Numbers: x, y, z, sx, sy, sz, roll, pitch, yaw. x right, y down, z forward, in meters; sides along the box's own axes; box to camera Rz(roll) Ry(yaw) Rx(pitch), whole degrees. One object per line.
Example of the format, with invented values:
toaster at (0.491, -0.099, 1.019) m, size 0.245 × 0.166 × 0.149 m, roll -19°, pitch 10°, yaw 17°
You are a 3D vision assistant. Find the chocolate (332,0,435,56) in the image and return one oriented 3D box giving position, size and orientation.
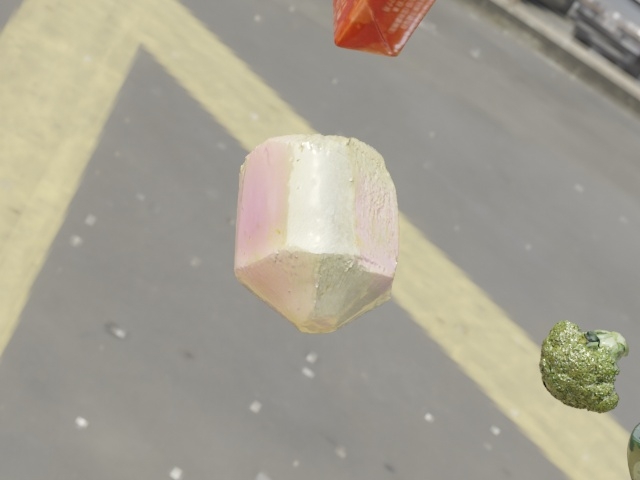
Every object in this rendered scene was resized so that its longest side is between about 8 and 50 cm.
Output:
chocolate at (0.112, -0.410, 1.972) m, size 0.108 × 0.234 × 0.237 m, roll 22°, pitch 38°, yaw -17°

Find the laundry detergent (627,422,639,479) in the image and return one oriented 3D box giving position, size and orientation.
laundry detergent at (0.497, 0.348, 1.896) m, size 0.137 × 0.210 × 0.063 m, roll 9°, pitch 41°, yaw 36°

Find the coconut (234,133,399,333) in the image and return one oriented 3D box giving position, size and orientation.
coconut at (0.000, 0.000, 1.804) m, size 0.233 × 0.233 × 0.245 m, roll 13°, pitch 71°, yaw -42°

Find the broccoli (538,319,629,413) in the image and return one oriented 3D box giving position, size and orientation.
broccoli at (0.342, 0.160, 1.780) m, size 0.131 × 0.120 × 0.130 m, roll 66°, pitch -18°, yaw -6°
